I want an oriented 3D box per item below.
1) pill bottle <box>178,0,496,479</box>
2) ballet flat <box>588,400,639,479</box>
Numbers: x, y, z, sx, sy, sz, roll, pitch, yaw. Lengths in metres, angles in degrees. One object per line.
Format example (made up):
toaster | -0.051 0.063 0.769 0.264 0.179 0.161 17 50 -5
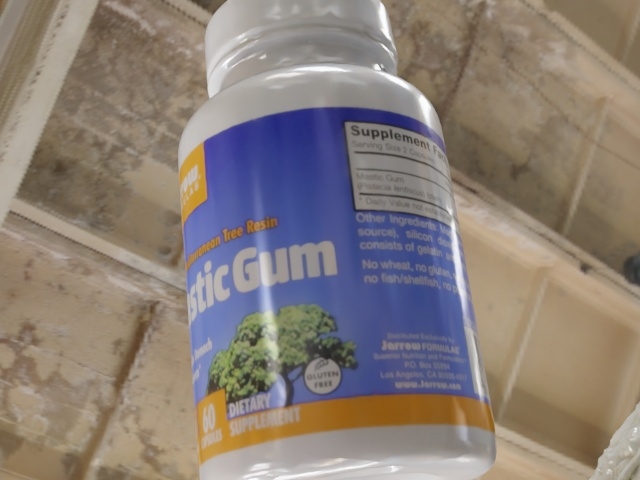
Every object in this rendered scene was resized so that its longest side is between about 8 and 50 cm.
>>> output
pill bottle | 0.000 0.000 0.559 0.152 0.152 0.272 8 -116 -34
ballet flat | 0.251 0.259 0.790 0.147 0.147 0.409 35 -89 -29
